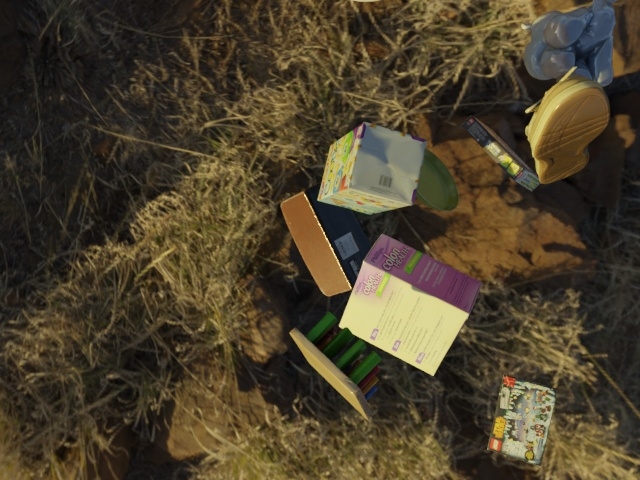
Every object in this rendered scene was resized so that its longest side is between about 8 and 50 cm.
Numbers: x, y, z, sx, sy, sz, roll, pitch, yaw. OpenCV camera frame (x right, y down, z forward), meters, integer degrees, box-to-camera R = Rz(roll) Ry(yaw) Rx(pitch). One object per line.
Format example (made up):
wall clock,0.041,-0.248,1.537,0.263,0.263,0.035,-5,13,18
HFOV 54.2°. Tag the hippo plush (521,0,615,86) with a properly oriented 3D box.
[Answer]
hippo plush,0.608,-0.522,1.605,0.234,0.236,0.294,-2,107,-26

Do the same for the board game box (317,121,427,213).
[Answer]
board game box,0.104,-0.150,1.376,0.144,0.275,0.142,14,85,-13

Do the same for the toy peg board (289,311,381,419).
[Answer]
toy peg board,0.043,0.214,1.100,0.079,0.161,0.160,-43,150,-12

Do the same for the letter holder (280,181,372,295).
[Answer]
letter holder,0.000,0.000,1.811,0.152,0.214,0.302,-30,96,-44

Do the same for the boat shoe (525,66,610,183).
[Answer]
boat shoe,0.342,-0.167,0.909,0.104,0.285,0.089,-19,71,7

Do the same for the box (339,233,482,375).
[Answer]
box,0.193,0.142,1.381,0.243,0.117,0.213,26,131,11

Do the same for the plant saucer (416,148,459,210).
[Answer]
plant saucer,0.329,-0.185,1.920,0.241,0.241,0.037,26,136,-27

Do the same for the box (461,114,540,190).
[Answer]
box,0.436,-0.212,1.510,0.114,0.207,0.036,17,123,-47

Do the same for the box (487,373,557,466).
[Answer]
box,0.356,0.315,1.105,0.027,0.094,0.137,14,88,-67
